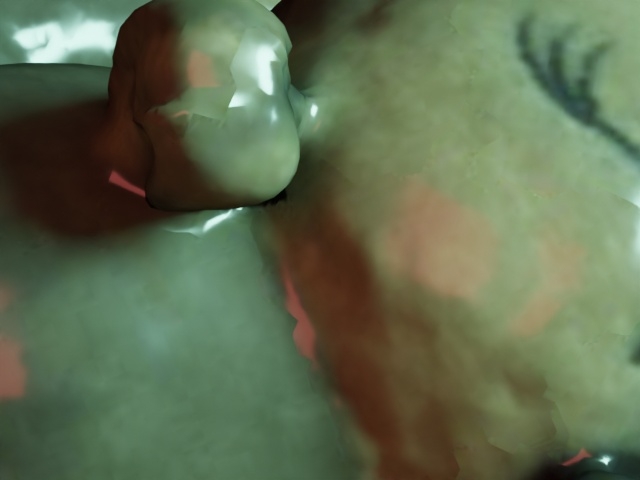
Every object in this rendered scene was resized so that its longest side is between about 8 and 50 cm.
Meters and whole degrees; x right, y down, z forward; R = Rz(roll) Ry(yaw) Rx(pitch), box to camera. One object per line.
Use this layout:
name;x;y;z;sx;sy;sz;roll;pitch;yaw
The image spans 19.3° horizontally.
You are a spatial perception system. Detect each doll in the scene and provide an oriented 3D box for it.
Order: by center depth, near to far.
doll;0.001;-0.028;0.567;0.382;0.252;0.378;-9;50;-14
